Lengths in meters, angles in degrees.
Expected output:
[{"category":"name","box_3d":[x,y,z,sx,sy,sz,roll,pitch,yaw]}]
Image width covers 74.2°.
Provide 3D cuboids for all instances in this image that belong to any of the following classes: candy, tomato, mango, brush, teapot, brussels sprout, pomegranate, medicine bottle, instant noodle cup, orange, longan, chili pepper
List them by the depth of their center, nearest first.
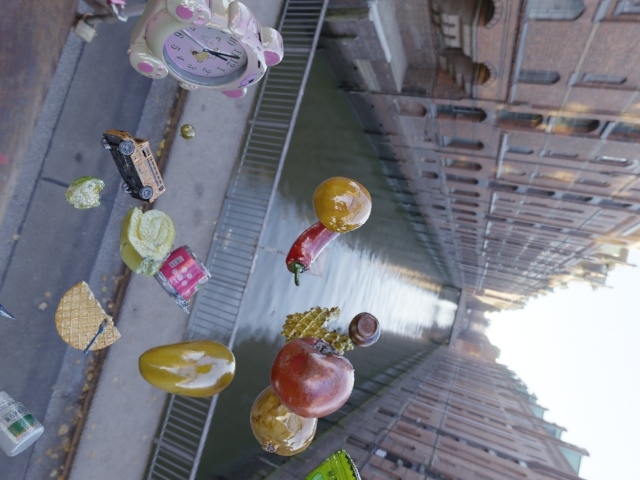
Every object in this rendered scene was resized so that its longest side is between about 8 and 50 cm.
[{"category":"candy","box_3d":[-0.028,0.516,0.783,0.246,0.149,0.069,-43,128,8]},{"category":"medicine bottle","box_3d":[-0.703,0.411,0.956,0.080,0.130,0.080,-46,174,-6]},{"category":"orange","box_3d":[0.055,-0.089,1.112,0.159,0.159,0.136,67,33,-56]},{"category":"tomato","box_3d":[-0.027,0.370,1.130,0.188,0.232,0.232,-68,159,6]},{"category":"mango","box_3d":[-0.387,0.378,1.263,0.317,0.211,0.173,31,62,-57]},{"category":"chili pepper","box_3d":[-0.002,-0.003,1.299,0.368,0.137,0.092,-48,120,-29]},{"category":"teapot","box_3d":[0.136,0.279,1.328,0.129,0.098,0.078,-55,175,-39]},{"category":"pomegranate","box_3d":[-0.121,0.590,1.401,0.248,0.248,0.248,13,90,-69]},{"category":"candy","box_3d":[-1.209,0.253,1.580,0.136,0.088,0.038,45,63,-38]},{"category":"brussels sprout","box_3d":[-0.910,-0.191,1.635,0.139,0.100,0.181,-51,171,14]},{"category":"brush","box_3d":[-0.894,0.383,1.686,0.014,0.051,0.164,34,91,-41]},{"category":"instant noodle cup","box_3d":[-0.578,0.137,1.770,0.181,0.258,0.302,-38,120,-15]},{"category":"longan","box_3d":[-0.637,-0.514,2.011,0.083,0.075,0.075,-35,139,-26]}]

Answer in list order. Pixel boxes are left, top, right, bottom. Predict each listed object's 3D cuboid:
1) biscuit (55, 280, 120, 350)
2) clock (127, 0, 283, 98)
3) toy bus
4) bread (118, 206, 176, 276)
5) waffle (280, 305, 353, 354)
[{"category":"biscuit","box_3d":[-1.014,0.342,1.804,0.204,0.309,0.040,-36,170,-13]},{"category":"clock","box_3d":[-0.268,-0.470,1.024,0.309,0.284,0.114,12,64,-42]},{"category":"toy bus","box_3d":[-0.471,-0.196,1.078,0.088,0.083,0.194,-50,146,-39]},{"category":"bread","box_3d":[-0.632,0.005,1.529,0.186,0.124,0.257,31,40,-40]},{"category":"waffle","box_3d":[-0.022,0.343,1.635,0.293,0.260,0.069,-121,-152,-64]}]
